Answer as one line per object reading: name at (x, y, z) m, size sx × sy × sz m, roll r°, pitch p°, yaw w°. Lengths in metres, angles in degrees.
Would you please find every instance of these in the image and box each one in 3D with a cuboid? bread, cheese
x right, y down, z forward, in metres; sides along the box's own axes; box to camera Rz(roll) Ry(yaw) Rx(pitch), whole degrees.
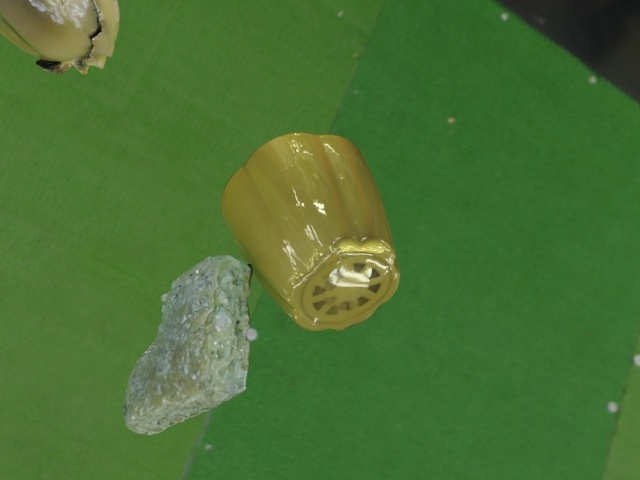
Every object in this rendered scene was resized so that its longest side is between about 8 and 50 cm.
bread at (-0.141, 0.126, 0.932) m, size 0.064 × 0.172 × 0.232 m, roll 25°, pitch 98°, yaw -38°
cheese at (-0.338, -0.317, 0.944) m, size 0.128 × 0.260 × 0.315 m, roll -41°, pitch 114°, yaw -20°

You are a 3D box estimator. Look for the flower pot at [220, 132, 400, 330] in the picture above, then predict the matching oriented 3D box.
flower pot at (0.000, 0.000, 1.006) m, size 0.195 × 0.195 × 0.179 m, roll 0°, pitch 39°, yaw -26°
